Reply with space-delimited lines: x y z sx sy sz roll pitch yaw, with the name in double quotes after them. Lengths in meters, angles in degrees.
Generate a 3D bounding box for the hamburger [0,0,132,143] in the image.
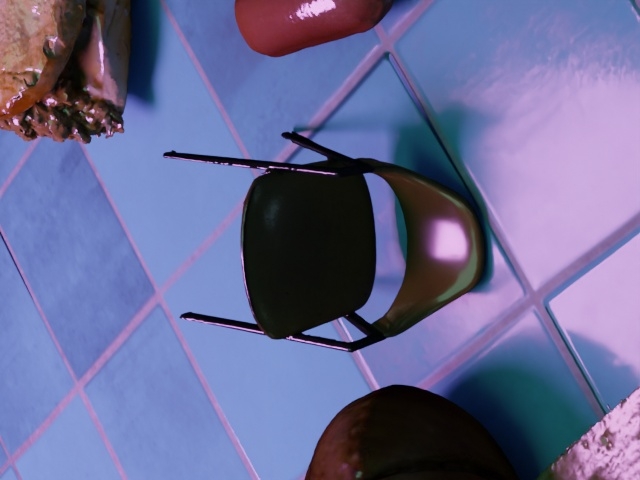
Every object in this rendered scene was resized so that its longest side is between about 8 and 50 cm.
-0.289 -0.231 1.758 0.243 0.146 0.286 -46 62 43 "hamburger"

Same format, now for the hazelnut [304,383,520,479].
0.086 0.228 1.469 0.208 0.208 0.208 24 122 44 "hazelnut"

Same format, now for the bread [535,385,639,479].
0.270 0.218 1.318 0.207 0.056 0.286 62 142 17 "bread"

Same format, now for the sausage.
-0.008 -0.206 1.475 0.194 0.077 0.077 -9 97 52 "sausage"

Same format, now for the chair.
0.000 0.000 1.490 0.247 0.172 0.159 18 117 54 "chair"
